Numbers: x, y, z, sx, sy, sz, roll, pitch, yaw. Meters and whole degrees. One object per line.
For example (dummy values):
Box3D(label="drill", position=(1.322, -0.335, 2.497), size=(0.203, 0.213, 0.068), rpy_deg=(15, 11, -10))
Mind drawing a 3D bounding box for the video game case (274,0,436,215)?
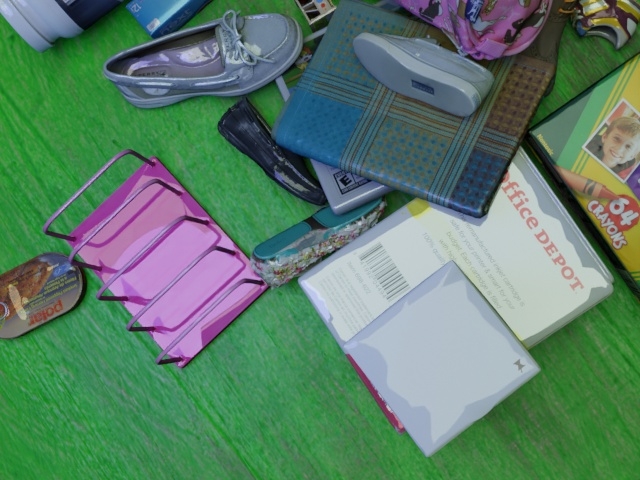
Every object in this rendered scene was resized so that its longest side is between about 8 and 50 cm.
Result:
Box3D(label="video game case", position=(0.115, -0.236, 1.820), size=(0.329, 0.036, 0.300), rpy_deg=(-25, 70, 5))

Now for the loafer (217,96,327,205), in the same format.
Box3D(label="loafer", position=(-0.067, -0.142, 1.843), size=(0.223, 0.076, 0.078), rpy_deg=(41, 99, 12))

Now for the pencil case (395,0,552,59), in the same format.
Box3D(label="pencil case", position=(0.168, -0.409, 1.717), size=(0.167, 0.160, 0.386), rpy_deg=(-29, 44, -17))

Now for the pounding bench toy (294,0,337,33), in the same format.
Box3D(label="pounding bench toy", position=(0.005, -0.390, 1.869), size=(0.083, 0.052, 0.065), rpy_deg=(-30, 82, 4))

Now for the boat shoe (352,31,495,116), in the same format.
Box3D(label="boat shoe", position=(0.154, -0.258, 1.699), size=(0.227, 0.079, 0.081), rpy_deg=(31, 60, 27))

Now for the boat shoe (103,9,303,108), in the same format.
Box3D(label="boat shoe", position=(-0.186, -0.294, 1.844), size=(0.320, 0.103, 0.118), rpy_deg=(-11, 75, 13))

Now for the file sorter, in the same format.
Box3D(label="file sorter", position=(-0.259, 0.027, 1.799), size=(0.202, 0.182, 0.290), rpy_deg=(-43, 81, 2))

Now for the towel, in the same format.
Box3D(label="towel", position=(0.134, -0.204, 1.739), size=(0.370, 0.040, 0.271), rpy_deg=(23, 77, 25))

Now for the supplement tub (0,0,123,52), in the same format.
Box3D(label="supplement tub", position=(-0.393, -0.449, 1.854), size=(0.272, 0.191, 0.191), rpy_deg=(-36, 82, 3))

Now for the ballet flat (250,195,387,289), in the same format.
Box3D(label="ballet flat", position=(0.000, 0.000, 1.820), size=(0.241, 0.091, 0.077), rpy_deg=(-26, 125, -12))

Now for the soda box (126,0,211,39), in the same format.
Box3D(label="soda box", position=(-0.212, -0.418, 1.889), size=(0.210, 0.071, 0.067), rpy_deg=(-40, 82, 2))

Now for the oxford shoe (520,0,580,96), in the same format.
Box3D(label="oxford shoe", position=(0.348, -0.381, 1.734), size=(0.133, 0.130, 0.363), rpy_deg=(10, 114, 32))

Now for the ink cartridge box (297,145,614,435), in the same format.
Box3D(label="ink cartridge box", position=(0.206, 0.070, 1.747), size=(0.385, 0.160, 0.279), rpy_deg=(-34, 81, 4))

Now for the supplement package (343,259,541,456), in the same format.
Box3D(label="supplement package", position=(0.161, 0.149, 1.517), size=(0.177, 0.293, 0.175), rpy_deg=(-38, 82, 3))

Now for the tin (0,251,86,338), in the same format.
Box3D(label="tin", position=(-0.473, 0.092, 1.895), size=(0.190, 0.040, 0.106), rpy_deg=(-26, 78, 4))

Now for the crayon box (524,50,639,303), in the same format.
Box3D(label="crayon box", position=(0.537, -0.104, 1.726), size=(0.313, 0.106, 0.363), rpy_deg=(-35, 90, 4))

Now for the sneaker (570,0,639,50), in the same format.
Box3D(label="sneaker", position=(0.408, -0.369, 1.808), size=(0.185, 0.069, 0.084), rpy_deg=(29, 84, 10))
